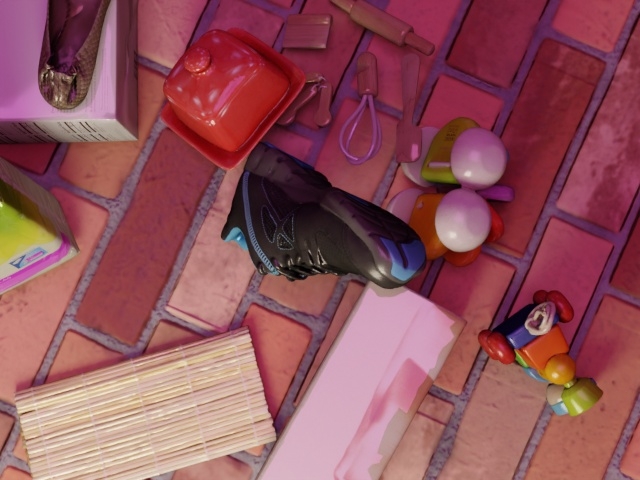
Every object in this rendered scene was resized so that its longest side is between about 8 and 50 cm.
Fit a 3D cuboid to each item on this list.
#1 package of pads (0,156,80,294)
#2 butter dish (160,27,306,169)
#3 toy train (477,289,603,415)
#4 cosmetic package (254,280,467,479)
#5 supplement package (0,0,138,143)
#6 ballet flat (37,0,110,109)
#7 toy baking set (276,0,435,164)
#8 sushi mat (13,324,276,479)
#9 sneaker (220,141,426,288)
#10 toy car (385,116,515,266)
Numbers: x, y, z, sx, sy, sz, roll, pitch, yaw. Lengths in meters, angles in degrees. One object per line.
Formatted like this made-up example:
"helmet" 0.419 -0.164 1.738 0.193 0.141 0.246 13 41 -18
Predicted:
"package of pads" -0.438 0.000 1.527 0.229 0.296 0.101 -25 76 0
"butter dish" -0.128 -0.197 1.604 0.160 0.118 0.160 38 86 33
"toy train" 0.274 0.142 1.509 0.105 0.248 0.143 -36 89 -1
"cosmetic package" 0.047 0.195 1.561 0.129 0.153 0.296 30 88 3
"supplement package" -0.338 -0.227 1.617 0.203 0.149 0.194 -1 84 3
"ballet flat" -0.287 -0.276 1.515 0.084 0.058 0.249 9 84 2
"toy baking set" 0.047 -0.200 1.631 0.256 0.030 0.196 28 83 22
"sushi mat" -0.222 0.221 1.636 0.317 0.019 0.151 -16 85 1
"sneaker" 0.000 0.000 1.531 0.125 0.341 0.139 26 95 -35
"toy car" 0.175 -0.055 1.595 0.136 0.159 0.181 17 84 -31
